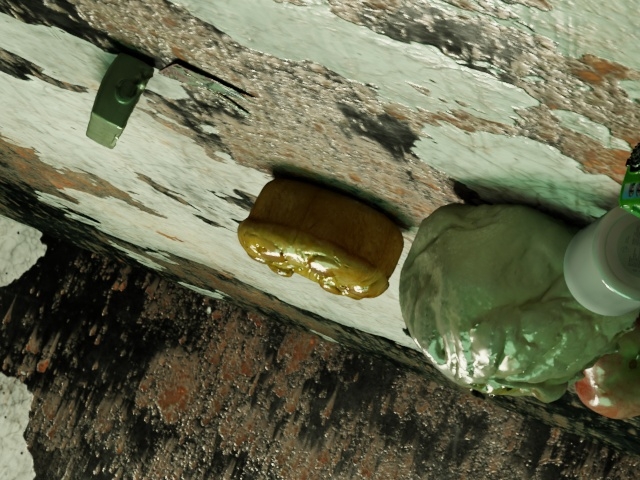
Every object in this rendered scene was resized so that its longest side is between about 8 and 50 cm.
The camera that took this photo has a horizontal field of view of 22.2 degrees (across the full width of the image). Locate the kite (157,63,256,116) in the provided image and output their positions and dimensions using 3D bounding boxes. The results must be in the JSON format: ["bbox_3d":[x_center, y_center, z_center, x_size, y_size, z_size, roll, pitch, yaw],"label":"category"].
[{"bbox_3d":[-0.124,-0.168,1.802,0.137,0.005,0.152,20,172,27],"label":"kite"}]

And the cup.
[{"bbox_3d":[0.311,0.008,1.577,0.099,0.136,0.133,56,173,6],"label":"cup"}]

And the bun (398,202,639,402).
[{"bbox_3d":[0.212,0.076,1.798,0.281,0.204,0.281,24,171,4],"label":"bun"}]

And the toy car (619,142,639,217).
[{"bbox_3d":[0.305,-0.044,1.304,0.071,0.062,0.165,26,171,-18],"label":"toy car"}]

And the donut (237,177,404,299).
[{"bbox_3d":[0.002,0.001,2.160,0.227,0.113,0.226,22,171,4],"label":"donut"}]

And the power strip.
[{"bbox_3d":[-0.240,-0.159,1.922,0.048,0.080,0.286,29,172,-6],"label":"power strip"}]

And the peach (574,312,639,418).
[{"bbox_3d":[0.388,0.146,2.085,0.152,0.152,0.152,22,171,3],"label":"peach"}]
